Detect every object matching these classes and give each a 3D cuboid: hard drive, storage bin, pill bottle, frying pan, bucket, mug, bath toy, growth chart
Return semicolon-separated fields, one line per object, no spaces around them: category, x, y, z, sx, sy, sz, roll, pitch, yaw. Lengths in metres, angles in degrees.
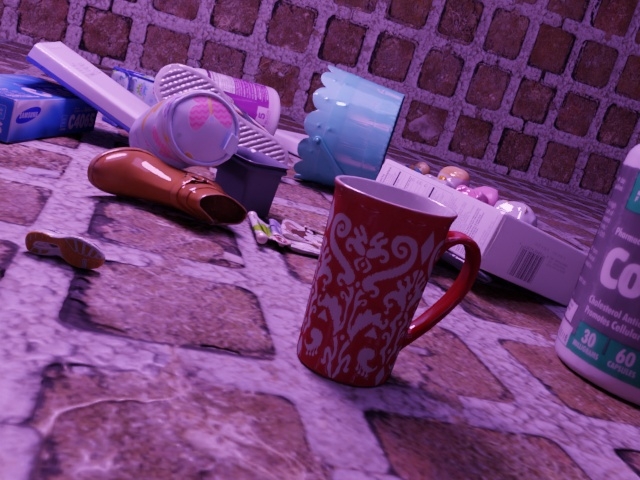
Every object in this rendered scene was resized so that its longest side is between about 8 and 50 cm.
hard drive;0.023;-0.245;2.072;0.233;0.047;0.353;5;17;-41
storage bin;-0.118;-0.098;1.194;0.098;0.091;0.135;6;17;-37
pill bottle;-0.268;-0.340;1.841;0.302;0.169;0.169;9;15;-28
frying pan;0.145;0.006;1.140;0.326;0.053;0.197;38;5;29
bucket;0.066;-0.237;1.623;0.183;0.281;0.281;19;13;4
mug;0.061;0.043;0.658;0.150;0.169;0.113;19;13;7
bath toy;0.322;-0.071;1.568;0.348;0.151;0.129;30;-17;44
growth chart;0.000;0.000;1.093;0.237;0.021;0.172;12;13;-20
hard drive;-0.402;-0.273;1.422;0.319;0.040;0.210;36;9;-15
pill bottle;0.431;0.004;0.848;0.204;0.360;0.204;15;13;-4

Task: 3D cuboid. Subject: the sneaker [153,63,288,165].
sneaker;-0.217;-0.243;1.511;0.321;0.126;0.127;39;-2;-25

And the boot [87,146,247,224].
boot;-0.209;-0.072;1.013;0.197;0.072;0.152;5;17;-41

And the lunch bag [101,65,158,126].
lunch bag;-0.415;-0.313;1.639;0.151;0.128;0.096;20;13;10

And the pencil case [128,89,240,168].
pencil case;-0.223;-0.166;1.162;0.124;0.113;0.273;46;-17;-19

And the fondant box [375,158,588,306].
fondant box;0.263;-0.019;1.242;0.238;0.096;0.330;22;9;-33

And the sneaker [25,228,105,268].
sneaker;-0.254;0.004;0.737;0.083;0.031;0.037;18;13;4

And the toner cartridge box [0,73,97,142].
toner cartridge box;-0.549;-0.247;1.316;0.165;0.075;0.348;16;13;1
